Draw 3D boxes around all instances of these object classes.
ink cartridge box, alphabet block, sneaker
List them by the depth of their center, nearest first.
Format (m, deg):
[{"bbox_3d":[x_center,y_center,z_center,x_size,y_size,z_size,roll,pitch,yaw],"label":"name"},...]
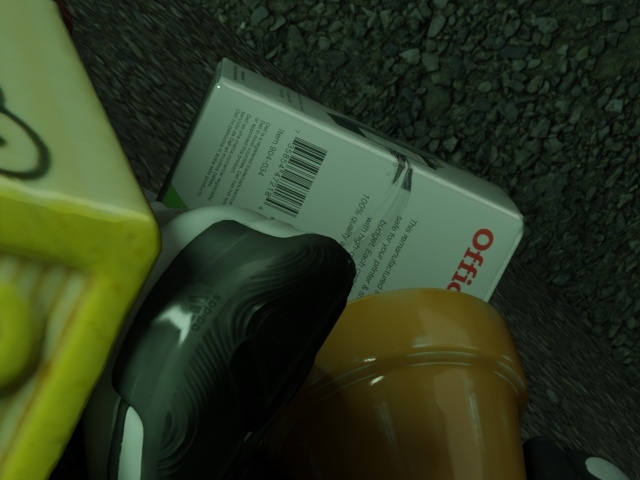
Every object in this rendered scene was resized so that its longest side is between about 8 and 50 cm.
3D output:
[{"bbox_3d":[-0.200,0.000,0.523,0.192,0.193,0.197,13,27,-29],"label":"alphabet block"},{"bbox_3d":[-0.136,0.033,0.714,0.257,0.169,0.447,34,-12,3],"label":"sneaker"},{"bbox_3d":[0.000,0.000,1.100,0.273,0.198,0.115,24,14,-10],"label":"ink cartridge box"}]

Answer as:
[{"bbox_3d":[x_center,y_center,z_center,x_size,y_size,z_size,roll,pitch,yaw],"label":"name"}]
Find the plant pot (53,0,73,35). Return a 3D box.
[{"bbox_3d":[-0.302,-0.171,0.773,0.265,0.272,0.272,51,12,1],"label":"plant pot"}]

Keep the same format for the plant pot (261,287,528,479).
[{"bbox_3d":[0.067,0.170,0.959,0.205,0.205,0.188,32,32,-44],"label":"plant pot"}]

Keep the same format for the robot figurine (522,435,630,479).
[{"bbox_3d":[0.195,0.275,1.031,0.209,0.173,0.278,36,14,-22],"label":"robot figurine"}]
